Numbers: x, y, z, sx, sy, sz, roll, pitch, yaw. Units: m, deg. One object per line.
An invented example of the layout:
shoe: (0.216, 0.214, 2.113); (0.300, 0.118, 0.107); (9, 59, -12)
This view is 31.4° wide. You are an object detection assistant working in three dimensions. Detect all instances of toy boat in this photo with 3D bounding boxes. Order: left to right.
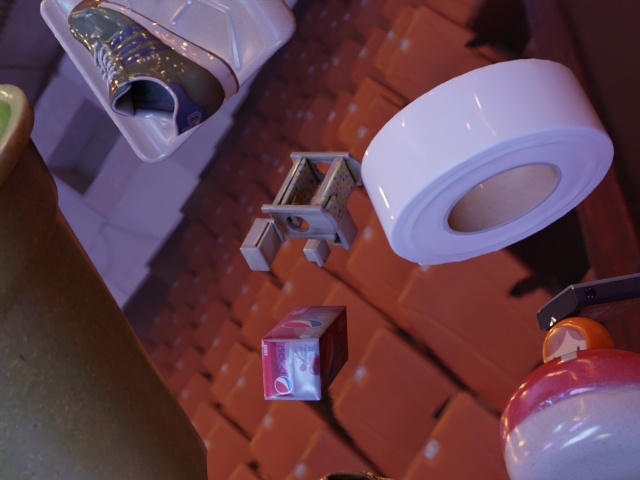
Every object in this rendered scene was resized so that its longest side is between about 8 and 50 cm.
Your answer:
toy boat: (0.220, 0.132, 0.915); (0.151, 0.151, 0.231); (-19, -27, 13)

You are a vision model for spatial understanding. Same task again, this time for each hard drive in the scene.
hard drive: (0.272, 0.050, 1.016); (0.135, 0.022, 0.094); (-9, -17, -12)

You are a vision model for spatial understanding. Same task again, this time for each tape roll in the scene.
tape roll: (0.194, -0.085, 1.340); (0.286, 0.100, 0.286); (-18, -25, -9)

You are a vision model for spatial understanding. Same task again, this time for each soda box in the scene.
soda box: (-0.018, 0.159, 1.670); (0.263, 0.083, 0.092); (-34, -58, -79)

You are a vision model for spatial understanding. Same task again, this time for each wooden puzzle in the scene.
wooden puzzle: (-0.224, -0.336, 1.689); (0.348, 0.322, 0.080); (-38, -5, 33)

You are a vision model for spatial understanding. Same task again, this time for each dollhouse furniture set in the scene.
dollhouse furniture set: (0.000, 0.000, 1.524); (0.182, 0.101, 0.161); (-64, -37, -35)

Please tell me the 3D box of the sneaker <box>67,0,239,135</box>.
sneaker: (-0.177, -0.159, 1.063); (0.086, 0.192, 0.064); (-52, -22, -27)

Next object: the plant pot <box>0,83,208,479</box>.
plant pot: (-0.202, 0.097, 0.642); (0.276, 0.276, 0.254); (-49, -60, -26)

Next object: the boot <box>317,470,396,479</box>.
boot: (0.059, 0.337, 1.217); (0.211, 0.295, 0.104); (-37, 41, 36)
